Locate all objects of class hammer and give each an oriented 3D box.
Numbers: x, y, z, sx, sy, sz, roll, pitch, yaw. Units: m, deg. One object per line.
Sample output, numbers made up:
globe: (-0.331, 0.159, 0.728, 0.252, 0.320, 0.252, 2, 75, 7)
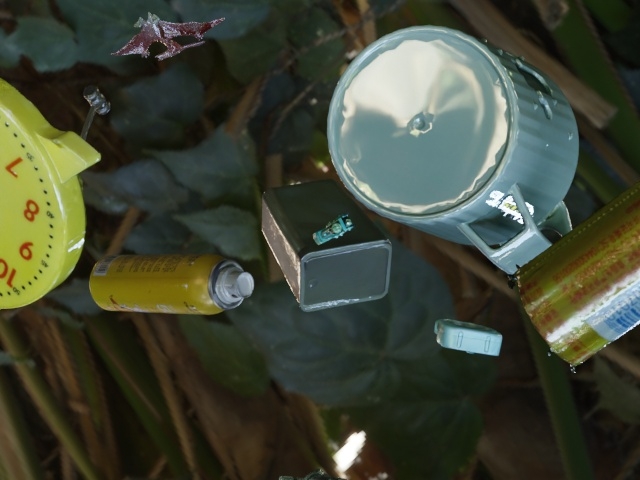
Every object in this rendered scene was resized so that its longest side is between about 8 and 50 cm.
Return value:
hammer: (-0.415, -0.125, 1.722, 0.058, 0.029, 0.292, 56, 43, -58)

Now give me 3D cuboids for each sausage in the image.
sausage: (0.342, -0.010, 1.033, 0.317, 0.125, 0.117, -41, 172, 22)

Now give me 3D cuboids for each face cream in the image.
face cream: (-0.252, 0.075, 1.770, 0.348, 0.105, 0.105, -2, -166, 40)

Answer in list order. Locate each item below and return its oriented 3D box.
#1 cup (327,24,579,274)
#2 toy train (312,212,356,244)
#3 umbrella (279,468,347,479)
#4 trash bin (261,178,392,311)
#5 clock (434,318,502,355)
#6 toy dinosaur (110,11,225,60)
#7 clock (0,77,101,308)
cup: (0.232, -0.128, 1.484, 0.310, 0.400, 0.392, -65, 161, 9)
toy train: (0.020, -0.018, 1.562, 0.045, 0.029, 0.092, -27, 179, -20)
umbrella: (0.032, 0.368, 1.498, 0.050, 0.188, 0.046, -90, -172, -56)
trash bin: (0.000, 0.000, 1.802, 0.164, 0.240, 0.122, -11, 125, -19)
clock: (0.252, 0.167, 1.808, 0.147, 0.108, 0.045, -156, -103, -83)
toy dinosaur: (-0.269, -0.354, 1.774, 0.220, 0.032, 0.108, -12, 148, 17)
clock: (-0.381, -0.053, 1.095, 0.071, 0.277, 0.293, -45, 165, -52)
